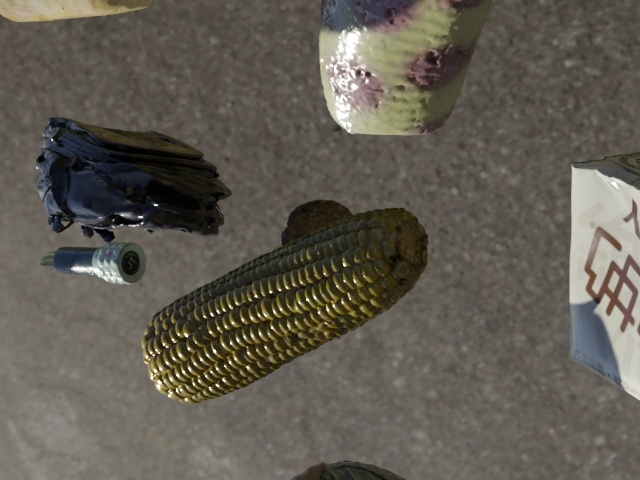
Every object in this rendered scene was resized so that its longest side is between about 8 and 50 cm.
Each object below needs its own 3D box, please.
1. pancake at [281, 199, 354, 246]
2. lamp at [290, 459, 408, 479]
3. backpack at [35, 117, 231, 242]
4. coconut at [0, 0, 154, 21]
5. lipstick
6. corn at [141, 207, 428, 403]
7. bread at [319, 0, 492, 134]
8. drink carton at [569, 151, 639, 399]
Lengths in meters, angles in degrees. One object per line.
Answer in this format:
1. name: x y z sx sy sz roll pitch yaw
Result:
1. pancake: 0.000 0.000 1.683 0.011 0.114 0.115 -151 47 -67
2. lamp: 0.029 0.344 1.333 0.233 0.233 0.265 47 164 25
3. backpack: -0.207 -0.060 1.470 0.258 0.206 0.133 16 102 53
4. coconut: -0.213 -0.295 1.064 0.237 0.197 0.237 169 90 -75
5. lipstick: -0.205 0.018 1.152 0.116 0.037 0.037 3 111 40
6. corn: -0.028 0.047 0.875 0.231 0.080 0.080 -26 88 33
7. bread: 0.086 -0.265 1.183 0.338 0.155 0.187 103 170 -53
8. drink carton: 0.337 0.053 1.043 0.324 0.132 0.194 -145 49 -60
